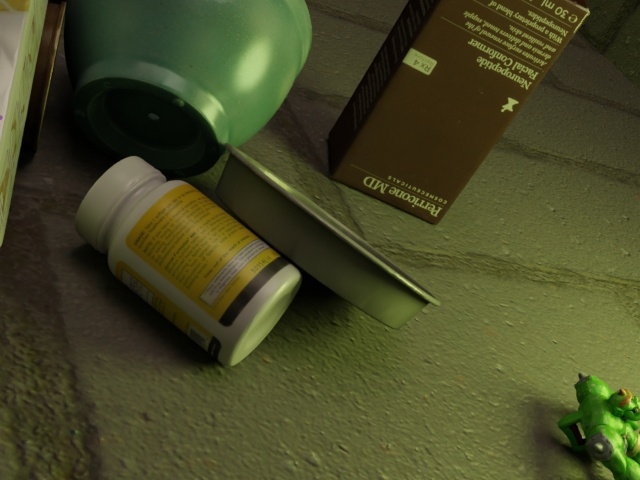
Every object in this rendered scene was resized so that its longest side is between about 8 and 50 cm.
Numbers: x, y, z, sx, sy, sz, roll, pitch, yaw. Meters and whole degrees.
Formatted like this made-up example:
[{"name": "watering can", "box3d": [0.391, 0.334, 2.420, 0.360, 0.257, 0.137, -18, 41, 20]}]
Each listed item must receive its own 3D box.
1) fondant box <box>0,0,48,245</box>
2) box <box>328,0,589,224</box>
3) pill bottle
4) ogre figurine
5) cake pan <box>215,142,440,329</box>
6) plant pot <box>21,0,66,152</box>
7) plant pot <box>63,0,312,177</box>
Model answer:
[{"name": "fondant box", "box3d": [-0.380, -0.167, 0.777, 0.238, 0.096, 0.330, 6, 61, -13]}, {"name": "box", "box3d": [0.178, -0.228, 1.251, 0.191, 0.381, 0.143, 22, 34, -15]}, {"name": "pill bottle", "box3d": [-0.132, 0.016, 0.873, 0.208, 0.119, 0.119, 38, 31, 9]}, {"name": "ogre figurine", "box3d": [0.345, 0.232, 1.027, 0.118, 0.097, 0.197, 44, 43, -14]}, {"name": "cake pan", "box3d": [0.000, 0.000, 0.973, 0.293, 0.054, 0.293, 37, 3, -2]}, {"name": "plant pot", "box3d": [-0.368, -0.191, 0.935, 0.165, 0.167, 0.167, 11, 36, -19]}, {"name": "plant pot", "box3d": [-0.173, -0.199, 1.032, 0.293, 0.293, 0.196, 23, 57, -14]}]
